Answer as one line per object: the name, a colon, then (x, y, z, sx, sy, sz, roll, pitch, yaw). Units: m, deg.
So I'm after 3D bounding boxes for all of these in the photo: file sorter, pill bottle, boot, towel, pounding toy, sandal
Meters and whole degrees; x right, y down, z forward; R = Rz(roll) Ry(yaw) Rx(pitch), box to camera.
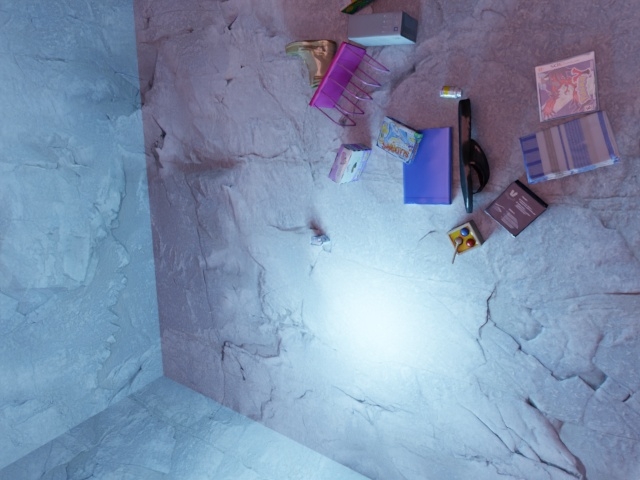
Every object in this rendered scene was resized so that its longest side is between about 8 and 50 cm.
file sorter: (0.132, -0.659, 1.795, 0.182, 0.202, 0.291, 43, 121, 14)
pill bottle: (0.523, -0.592, 1.657, 0.083, 0.043, 0.043, 16, 111, 28)
boot: (-0.052, -0.817, 1.937, 0.262, 0.095, 0.203, 9, 109, 26)
towel: (0.866, -0.325, 1.459, 0.285, 0.034, 0.209, -14, 65, 33)
pounding toy: (0.593, 0.007, 1.737, 0.141, 0.100, 0.130, -30, 85, 34)
sandal: (0.599, -0.324, 1.617, 0.107, 0.167, 0.446, -3, 102, 15)

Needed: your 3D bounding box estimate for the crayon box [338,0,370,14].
crayon box: (0.133, -1.122, 1.722, 0.165, 0.081, 0.278, -8, 97, 47)

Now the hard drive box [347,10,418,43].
hard drive box: (0.251, -0.852, 1.680, 0.232, 0.181, 0.089, 12, 108, 29)

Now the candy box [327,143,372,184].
candy box: (0.134, -0.349, 1.877, 0.070, 0.196, 0.165, 34, 118, 21)

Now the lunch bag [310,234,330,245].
lunch bag: (0.000, 0.000, 2.131, 0.083, 0.071, 0.053, 13, 105, 32)

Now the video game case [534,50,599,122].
video game case: (0.867, -0.538, 1.465, 0.183, 0.023, 0.201, -5, 100, 34)

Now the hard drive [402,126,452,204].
hard drive: (0.456, -0.313, 1.775, 0.210, 0.040, 0.319, 4, 105, 32)

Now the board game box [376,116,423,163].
board game box: (0.336, -0.432, 1.781, 0.201, 0.035, 0.136, 41, 130, 37)

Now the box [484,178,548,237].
box: (0.755, -0.125, 1.603, 0.156, 0.093, 0.158, 46, 123, 14)
